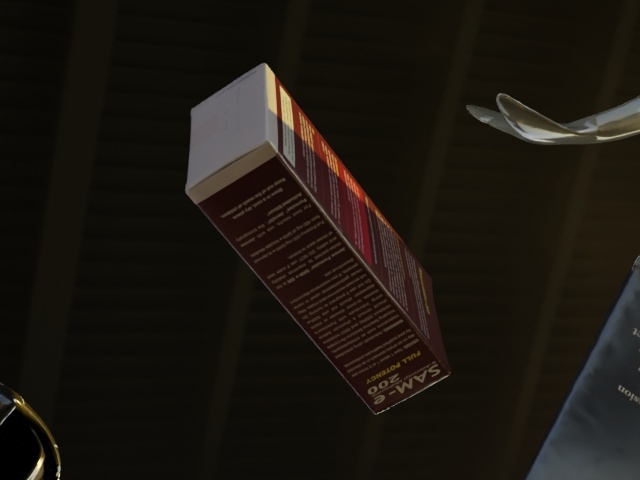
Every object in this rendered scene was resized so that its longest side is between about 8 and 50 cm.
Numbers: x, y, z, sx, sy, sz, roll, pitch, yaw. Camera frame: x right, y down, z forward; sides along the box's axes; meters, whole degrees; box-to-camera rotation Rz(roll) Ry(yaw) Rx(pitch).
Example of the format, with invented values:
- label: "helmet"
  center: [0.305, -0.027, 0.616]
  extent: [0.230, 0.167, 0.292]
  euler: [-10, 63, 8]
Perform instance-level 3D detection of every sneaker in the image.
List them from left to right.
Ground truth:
- label: "sneaker"
  center: [-0.226, 0.176, 1.003]
  extent: [0.081, 0.090, 0.232]
  euler: [-55, -33, -29]

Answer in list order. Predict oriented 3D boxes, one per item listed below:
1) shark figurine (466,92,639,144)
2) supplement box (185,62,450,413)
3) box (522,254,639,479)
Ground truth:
- label: "shark figurine"
  center: [0.206, -0.137, 0.701]
  extent: [0.166, 0.116, 0.278]
  euler: [26, -64, -13]
- label: "supplement box"
  center: [0.000, 0.000, 1.026]
  extent: [0.073, 0.130, 0.239]
  euler: [-31, -62, 15]
- label: "box"
  center: [0.356, 0.159, 1.102]
  extent: [0.212, 0.294, 0.395]
  euler: [-43, -21, -37]
